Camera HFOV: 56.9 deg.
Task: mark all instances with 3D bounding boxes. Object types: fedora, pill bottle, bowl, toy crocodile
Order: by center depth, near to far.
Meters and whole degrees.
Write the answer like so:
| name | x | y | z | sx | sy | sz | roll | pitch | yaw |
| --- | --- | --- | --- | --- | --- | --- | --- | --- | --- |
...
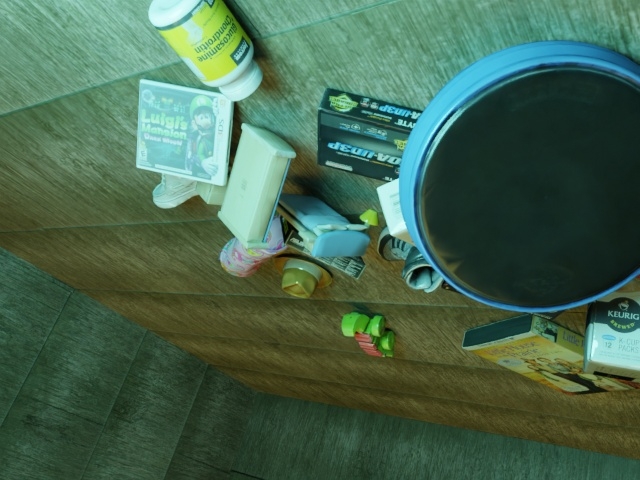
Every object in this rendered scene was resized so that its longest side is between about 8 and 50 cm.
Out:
| name | x | y | z | sx | sy | sz | roll | pitch | yaw |
| --- | --- | --- | --- | --- | --- | --- | --- | --- | --- |
| bowl | 0.306 | -0.071 | 0.822 | 0.390 | 0.077 | 0.392 | 2 | 115 | 5 |
| pill bottle | -0.167 | -0.304 | 0.906 | 0.103 | 0.103 | 0.184 | 1 | 151 | 33 |
| fedora | -0.061 | 0.117 | 1.730 | 0.194 | 0.079 | 0.194 | 15 | 154 | 7 |
| toy crocodile | 0.166 | 0.323 | 1.968 | 0.115 | 0.105 | 0.341 | 5 | 153 | 26 |

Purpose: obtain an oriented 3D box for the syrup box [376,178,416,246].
| name | x | y | z | sx | sy | sz | roll | pitch | yaw |
| --- | --- | --- | --- | --- | --- | --- | --- | --- | --- |
| syrup box | 0.202 | -0.045 | 1.084 | 0.096 | 0.093 | 0.236 | -22 | 160 | 23 |

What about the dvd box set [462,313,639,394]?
| name | x | y | z | sx | sy | sz | roll | pitch | yaw |
| --- | --- | --- | --- | --- | --- | --- | --- | --- | --- |
| dvd box set | 0.672 | 0.341 | 1.709 | 0.420 | 0.062 | 0.307 | 25 | 154 | -15 |

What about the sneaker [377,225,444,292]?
| name | x | y | z | sx | sy | sz | roll | pitch | yaw |
| --- | --- | --- | --- | --- | --- | --- | --- | --- | --- |
| sneaker | 0.199 | 0.038 | 1.298 | 0.101 | 0.153 | 0.268 | 29 | 154 | -20 |

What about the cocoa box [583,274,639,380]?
| name | x | y | z | sx | sy | sz | roll | pitch | yaw |
| --- | --- | --- | --- | --- | --- | --- | --- | --- | --- |
| cocoa box | 0.603 | 0.135 | 1.054 | 0.231 | 0.228 | 0.347 | 6 | 168 | 24 |

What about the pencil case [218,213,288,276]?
| name | x | y | z | sx | sy | sz | roll | pitch | yaw |
| --- | --- | --- | --- | --- | --- | --- | --- | --- | --- |
| pencil case | -0.175 | 0.013 | 1.553 | 0.124 | 0.124 | 0.284 | 26 | 155 | -17 |

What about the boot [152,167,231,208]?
| name | x | y | z | sx | sy | sz | roll | pitch | yaw |
| --- | --- | --- | --- | --- | --- | --- | --- | --- | --- |
| boot | -0.330 | -0.158 | 1.356 | 0.258 | 0.095 | 0.123 | -15 | 134 | 37 |

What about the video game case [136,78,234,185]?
| name | x | y | z | sx | sy | sz | roll | pitch | yaw |
| --- | --- | --- | --- | --- | --- | --- | --- | --- | --- |
| video game case | -0.263 | -0.207 | 1.134 | 0.190 | 0.173 | 0.022 | 13 | -161 | 12 |

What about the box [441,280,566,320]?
| name | x | y | z | sx | sy | sz | roll | pitch | yaw |
| --- | --- | --- | --- | --- | --- | --- | --- | --- | --- |
| box | 0.417 | 0.068 | 1.281 | 0.261 | 0.103 | 0.184 | 16 | 158 | 5 |

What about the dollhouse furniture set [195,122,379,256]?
| name | x | y | z | sx | sy | sz | roll | pitch | yaw |
| --- | --- | --- | --- | --- | --- | --- | --- | --- | --- |
| dollhouse furniture set | -0.049 | -0.122 | 1.225 | 0.303 | 0.198 | 0.286 | 2 | -152 | -38 |

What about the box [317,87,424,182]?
| name | x | y | z | sx | sy | sz | roll | pitch | yaw |
| --- | --- | --- | --- | --- | --- | --- | --- | --- | --- |
| box | 0.104 | -0.174 | 1.050 | 0.220 | 0.051 | 0.175 | 16 | 156 | 6 |

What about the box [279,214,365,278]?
| name | x | y | z | sx | sy | sz | roll | pitch | yaw |
| --- | --- | --- | --- | --- | --- | --- | --- | --- | --- |
| box | 0.000 | 0.000 | 1.363 | 0.190 | 0.045 | 0.184 | 26 | -167 | -15 |
